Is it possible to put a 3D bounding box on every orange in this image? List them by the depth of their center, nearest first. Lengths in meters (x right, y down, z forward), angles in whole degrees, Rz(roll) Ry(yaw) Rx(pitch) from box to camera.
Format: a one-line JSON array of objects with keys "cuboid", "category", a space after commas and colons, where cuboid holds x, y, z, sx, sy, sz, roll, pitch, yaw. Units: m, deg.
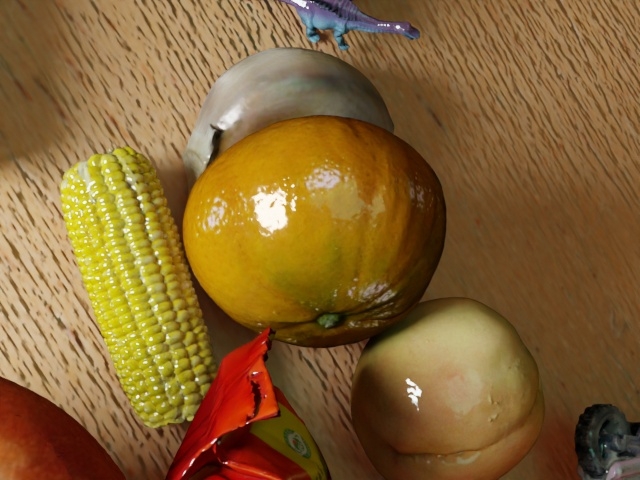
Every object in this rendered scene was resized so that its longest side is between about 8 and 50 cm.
[{"cuboid": [0.000, 0.000, 1.012, 0.240, 0.240, 0.171, 3, 59, -25], "category": "orange"}]

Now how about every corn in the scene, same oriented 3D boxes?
[{"cuboid": [-0.155, 0.041, 1.011, 0.093, 0.093, 0.244, -17, 87, -27], "category": "corn"}]

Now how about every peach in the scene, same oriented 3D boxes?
[{"cuboid": [0.113, 0.148, 1.076, 0.184, 0.184, 0.184, 5, 78, -25], "category": "peach"}]

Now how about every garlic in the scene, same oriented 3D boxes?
[{"cuboid": [0.002, -0.108, 1.121, 0.266, 0.148, 0.129, 5, 42, -21], "category": "garlic"}]

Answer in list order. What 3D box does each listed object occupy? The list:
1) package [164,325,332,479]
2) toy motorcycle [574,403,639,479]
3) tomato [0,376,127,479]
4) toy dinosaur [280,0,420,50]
[{"cuboid": [-0.028, 0.295, 0.910, 0.123, 0.196, 0.424, -14, 100, 4], "category": "package"}, {"cuboid": [0.342, 0.278, 1.197, 0.239, 0.108, 0.204, 10, 76, -24], "category": "toy motorcycle"}, {"cuboid": [-0.292, 0.254, 0.812, 0.341, 0.273, 0.342, 3, 77, -12], "category": "tomato"}, {"cuboid": [0.003, -0.226, 1.145, 0.197, 0.080, 0.045, 18, 75, 3], "category": "toy dinosaur"}]
